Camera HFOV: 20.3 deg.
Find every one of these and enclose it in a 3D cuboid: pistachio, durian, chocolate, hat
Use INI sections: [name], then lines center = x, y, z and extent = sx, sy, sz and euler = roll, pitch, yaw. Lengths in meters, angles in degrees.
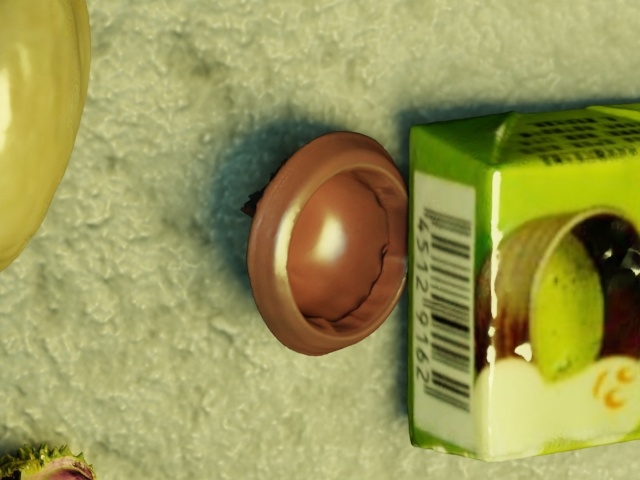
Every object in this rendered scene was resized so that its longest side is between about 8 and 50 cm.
[pistachio]
center = -0.279, -0.113, 1.453
extent = 0.181, 0.162, 0.293
euler = 3, 102, -43
[durian]
center = -0.248, 0.244, 1.586
extent = 0.108, 0.119, 0.187
euler = -37, 125, -40
[chocolate]
center = 0.229, 0.039, 1.568
extent = 0.288, 0.137, 0.301
euler = -6, 107, -21
[hat]
center = 0.000, 0.000, 1.553
extent = 0.205, 0.089, 0.205
euler = -16, 113, -41
